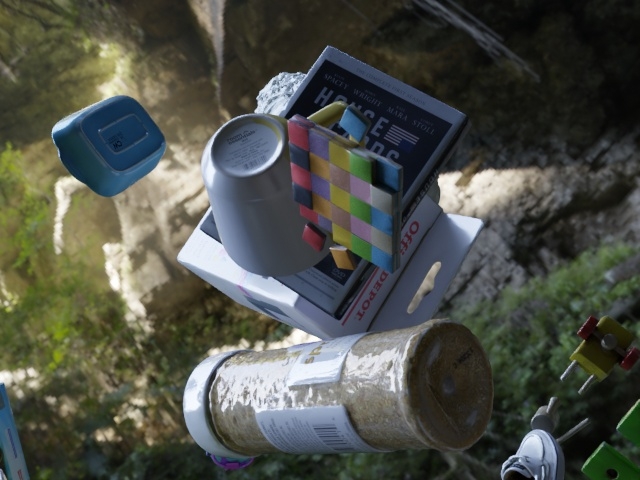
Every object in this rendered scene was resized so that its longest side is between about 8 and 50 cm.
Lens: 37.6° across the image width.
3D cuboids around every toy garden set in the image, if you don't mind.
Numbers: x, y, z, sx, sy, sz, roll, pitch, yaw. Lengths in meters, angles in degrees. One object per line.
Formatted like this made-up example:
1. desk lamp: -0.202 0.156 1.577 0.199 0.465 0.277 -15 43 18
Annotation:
1. toy garden set: 0.338 0.219 1.072 0.244 0.204 0.049 -59 -15 24

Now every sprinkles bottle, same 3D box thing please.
1. sprinkles bottle: 0.004 0.159 0.955 0.121 0.121 0.355 -12 -2 -43

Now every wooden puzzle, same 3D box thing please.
1. wooden puzzle: 0.009 -0.016 0.346 0.006 0.049 0.083 -40 -35 -31

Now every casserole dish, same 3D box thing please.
1. casserole dish: -0.258 -0.127 1.186 0.037 0.114 0.188 -34 8 30

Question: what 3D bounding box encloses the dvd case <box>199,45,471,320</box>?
1. dvd case: 0.013 -0.064 0.950 0.239 0.179 0.029 -56 -24 -6

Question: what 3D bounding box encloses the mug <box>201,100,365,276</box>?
1. mug: -0.022 -0.032 0.431 0.064 0.062 0.078 67 -138 -58

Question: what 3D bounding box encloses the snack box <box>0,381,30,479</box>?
1. snack box: -0.635 0.348 1.487 0.322 0.187 0.060 -13 6 9

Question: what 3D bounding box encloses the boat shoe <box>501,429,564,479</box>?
1. boat shoe: 0.139 0.161 0.633 0.035 0.035 0.100 -35 19 35

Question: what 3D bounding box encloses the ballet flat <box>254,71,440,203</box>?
1. ballet flat: 0.006 -0.143 1.395 0.147 0.409 0.147 -26 -46 -30

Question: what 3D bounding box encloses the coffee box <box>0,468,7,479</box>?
1. coffee box: -0.328 0.454 0.724 0.338 0.334 0.337 -22 -57 -13

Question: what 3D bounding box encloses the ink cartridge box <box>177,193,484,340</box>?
1. ink cartridge box: 0.000 0.000 1.122 0.119 0.353 0.207 40 -104 -35

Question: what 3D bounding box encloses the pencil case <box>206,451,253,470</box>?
1. pencil case: -0.131 0.249 1.254 0.064 0.151 0.070 13 -83 -19
